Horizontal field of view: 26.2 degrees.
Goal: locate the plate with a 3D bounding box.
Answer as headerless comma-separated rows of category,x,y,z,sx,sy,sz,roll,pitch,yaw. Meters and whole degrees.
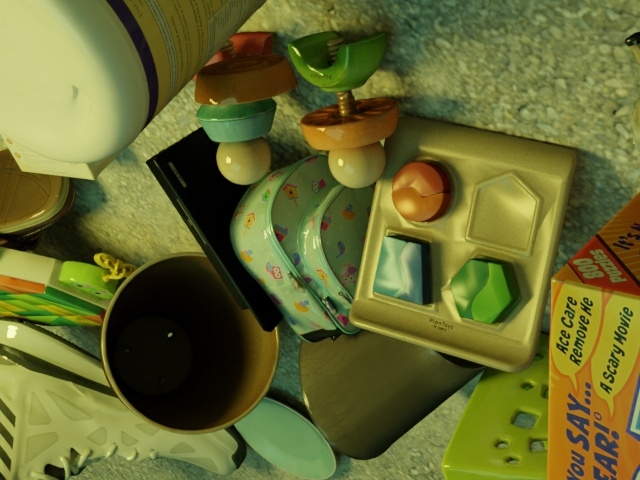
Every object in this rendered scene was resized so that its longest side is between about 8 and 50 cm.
plate,-0.052,0.289,2.064,0.188,0.024,0.188,24,144,19

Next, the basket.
basket,0.097,0.129,1.607,0.154,0.204,0.227,10,153,-30

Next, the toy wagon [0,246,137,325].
toy wagon,-0.400,0.062,1.969,0.344,0.068,0.267,-3,158,44

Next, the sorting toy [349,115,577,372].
sorting toy,0.177,0.010,1.369,0.307,0.229,0.041,15,-176,30

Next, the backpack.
backpack,0.000,0.000,1.542,0.188,0.166,0.144,46,145,-14

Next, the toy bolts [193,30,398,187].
toy bolts,-0.056,-0.119,1.411,0.228,0.218,0.158,10,116,45

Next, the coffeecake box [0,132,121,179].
coffeecake box,-0.357,-0.174,1.753,0.142,0.068,0.185,8,137,37

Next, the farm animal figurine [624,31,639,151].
farm animal figurine,0.410,-0.129,0.887,0.172,0.327,0.330,63,159,-14

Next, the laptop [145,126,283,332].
laptop,-0.138,-0.001,1.641,0.234,0.136,0.264,58,148,-7

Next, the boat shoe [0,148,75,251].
boat shoe,-0.445,-0.045,1.971,0.342,0.123,0.123,-11,154,42

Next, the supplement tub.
supplement tub,-0.179,-0.256,1.253,0.241,0.331,0.241,24,144,20

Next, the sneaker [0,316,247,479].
sneaker,-0.352,0.322,2.108,0.447,0.257,0.169,26,159,-8

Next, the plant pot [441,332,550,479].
plant pot,0.292,0.256,1.536,0.207,0.228,0.227,2,131,33

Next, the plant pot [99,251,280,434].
plant pot,-0.203,0.150,1.888,0.237,0.237,0.254,43,161,-7

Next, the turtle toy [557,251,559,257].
turtle toy,0.191,-0.005,1.442,0.130,0.095,0.066,22,166,23

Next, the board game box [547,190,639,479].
board game box,0.414,0.149,1.084,0.356,0.356,0.356,13,121,31
